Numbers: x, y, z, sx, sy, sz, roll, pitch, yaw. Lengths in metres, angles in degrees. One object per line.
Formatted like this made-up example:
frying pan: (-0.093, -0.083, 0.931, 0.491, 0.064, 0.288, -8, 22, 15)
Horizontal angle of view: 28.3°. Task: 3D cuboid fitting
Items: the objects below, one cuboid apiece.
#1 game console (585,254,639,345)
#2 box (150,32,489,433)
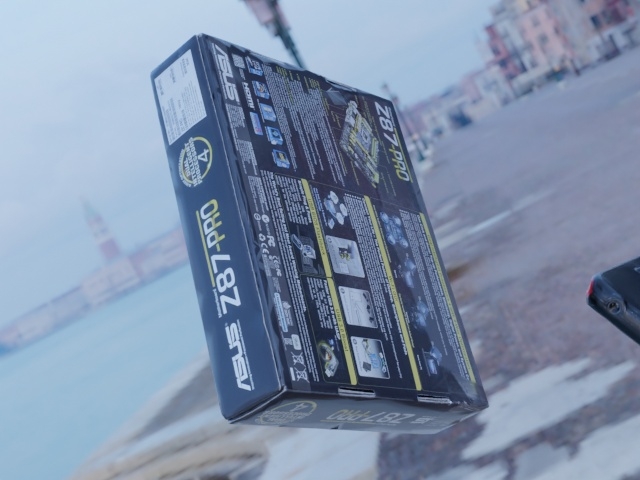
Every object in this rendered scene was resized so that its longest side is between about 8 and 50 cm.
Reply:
game console: (0.483, 0.150, 1.395, 0.060, 0.386, 0.342, -55, -19, 15)
box: (0.000, 0.000, 1.329, 0.318, 0.394, 0.097, 10, -34, -45)
